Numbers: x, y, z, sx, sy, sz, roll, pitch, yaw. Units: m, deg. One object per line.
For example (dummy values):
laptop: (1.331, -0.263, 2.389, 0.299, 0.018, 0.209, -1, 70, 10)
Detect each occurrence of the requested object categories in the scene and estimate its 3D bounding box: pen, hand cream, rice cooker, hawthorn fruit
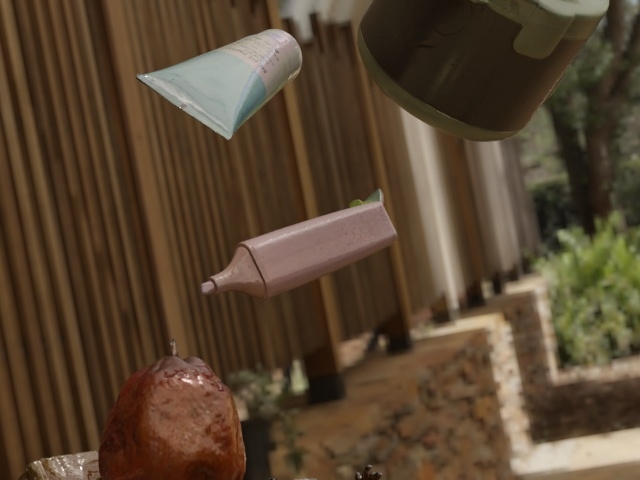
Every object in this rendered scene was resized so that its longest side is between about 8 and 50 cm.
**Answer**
pen: (-0.021, 0.014, 1.288, 0.197, 0.053, 0.032, -19, -11, -33)
hand cream: (-0.094, -0.165, 1.606, 0.070, 0.111, 0.312, -56, -5, 24)
rice cooker: (0.215, -0.302, 1.987, 0.288, 0.288, 0.277, -10, -39, -49)
hawthorn fruit: (-0.164, 0.220, 1.643, 0.173, 0.179, 0.173, 6, 25, -3)

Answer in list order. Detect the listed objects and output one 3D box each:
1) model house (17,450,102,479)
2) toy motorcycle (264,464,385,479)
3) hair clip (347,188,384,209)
model house: (-0.304, 0.379, 2.047, 0.220, 0.199, 0.229, -22, -12, 14)
toy motorcycle: (-0.026, 0.366, 1.871, 0.134, 0.207, 0.401, 4, -28, -13)
hair clip: (0.000, 0.000, 1.870, 0.188, 0.033, 0.060, -27, 36, 13)
